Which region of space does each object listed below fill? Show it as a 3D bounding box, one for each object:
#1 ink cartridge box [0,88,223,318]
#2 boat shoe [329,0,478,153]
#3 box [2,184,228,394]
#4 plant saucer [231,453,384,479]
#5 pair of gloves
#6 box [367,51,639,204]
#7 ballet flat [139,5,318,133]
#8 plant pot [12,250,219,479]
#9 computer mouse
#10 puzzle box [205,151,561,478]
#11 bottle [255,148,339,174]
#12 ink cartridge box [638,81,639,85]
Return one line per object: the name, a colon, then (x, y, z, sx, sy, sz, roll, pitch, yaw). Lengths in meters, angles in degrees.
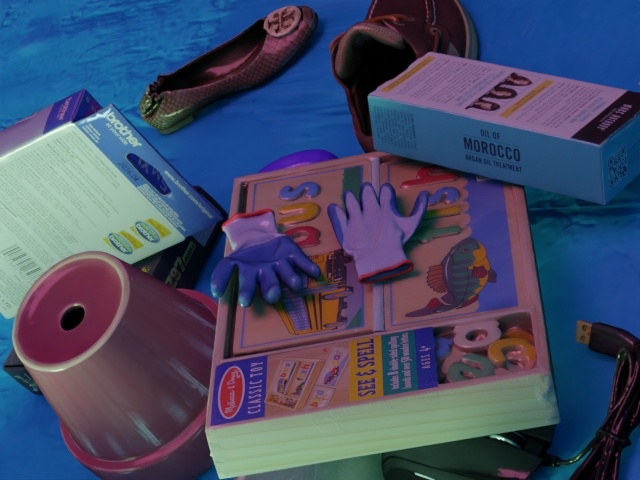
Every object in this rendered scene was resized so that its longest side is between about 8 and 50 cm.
ink cartridge box: (-0.267, -0.041, 2.042, 0.311, 0.186, 0.065, -22, 36, 32)
boat shoe: (0.075, -0.178, 1.980, 0.123, 0.123, 0.342, -27, 36, 26)
box: (-0.219, 0.054, 2.112, 0.183, 0.059, 0.233, -6, 49, 47)
plant saucer: (-0.033, 0.226, 1.722, 0.195, 0.037, 0.195, -29, 34, 23)
pair of gloves: (0.000, 0.000, 1.685, 0.198, 0.023, 0.159, -15, 29, 0)
box: (0.169, -0.102, 1.748, 0.244, 0.060, 0.100, 16, 38, 36)
ballet flat: (-0.111, -0.203, 2.286, 0.250, 0.058, 0.084, -28, 36, 25)
plant pot: (-0.184, 0.110, 1.858, 0.201, 0.180, 0.201, -18, 49, 22)
computer mouse: (0.153, 0.130, 1.596, 0.262, 0.060, 0.184, 7, 59, 52)
puzzle box: (0.048, 0.039, 1.672, 0.272, 0.052, 0.409, -11, 30, 7)
bottle: (-0.027, 0.040, 1.877, 0.118, 0.092, 0.283, -23, 38, 26)
ink cartridge box: (0.377, -0.136, 1.598, 0.209, 0.109, 0.062, -14, 43, 41)
